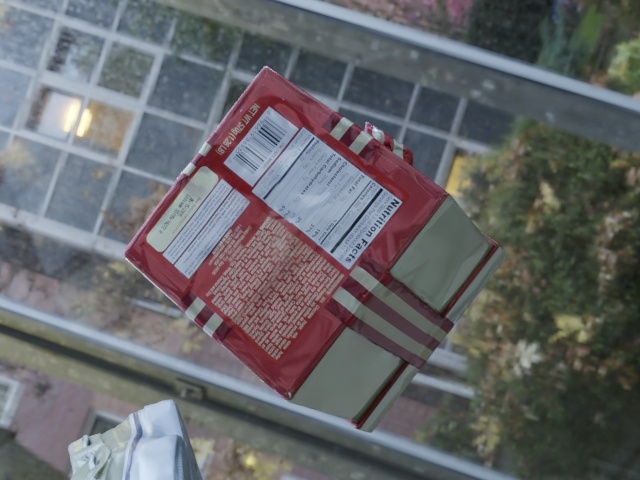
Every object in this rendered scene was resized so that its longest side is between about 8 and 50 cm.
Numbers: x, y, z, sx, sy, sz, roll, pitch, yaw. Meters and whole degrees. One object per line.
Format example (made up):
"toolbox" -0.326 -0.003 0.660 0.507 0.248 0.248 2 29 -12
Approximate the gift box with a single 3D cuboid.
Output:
"gift box" 0.000 0.000 1.033 0.255 0.276 0.258 -48 -26 3

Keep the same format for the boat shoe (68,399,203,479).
"boat shoe" -0.120 0.181 0.711 0.302 0.094 0.109 -173 62 -80
